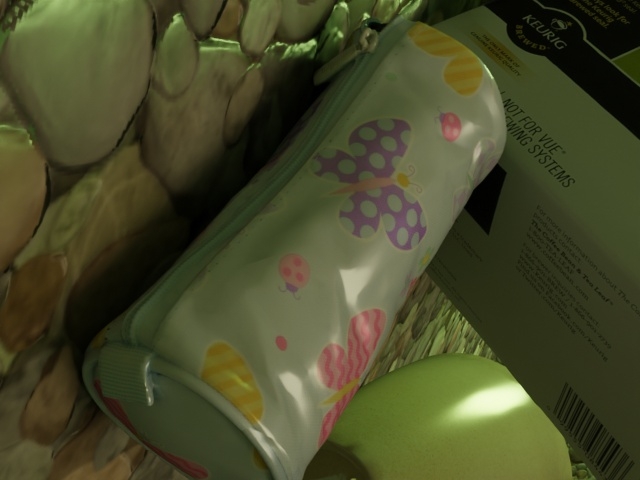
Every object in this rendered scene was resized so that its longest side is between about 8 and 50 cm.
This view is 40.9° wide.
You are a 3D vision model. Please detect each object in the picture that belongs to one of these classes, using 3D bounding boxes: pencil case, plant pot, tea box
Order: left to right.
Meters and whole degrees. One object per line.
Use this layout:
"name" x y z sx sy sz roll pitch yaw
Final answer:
"pencil case" 0.000 0.000 0.447 0.273 0.114 0.124 -55 150 -32
"plant pot" 0.079 0.244 0.845 0.274 0.257 0.256 8 106 -56
"tea box" 0.270 -0.036 0.659 0.324 0.329 0.220 -25 148 -17
